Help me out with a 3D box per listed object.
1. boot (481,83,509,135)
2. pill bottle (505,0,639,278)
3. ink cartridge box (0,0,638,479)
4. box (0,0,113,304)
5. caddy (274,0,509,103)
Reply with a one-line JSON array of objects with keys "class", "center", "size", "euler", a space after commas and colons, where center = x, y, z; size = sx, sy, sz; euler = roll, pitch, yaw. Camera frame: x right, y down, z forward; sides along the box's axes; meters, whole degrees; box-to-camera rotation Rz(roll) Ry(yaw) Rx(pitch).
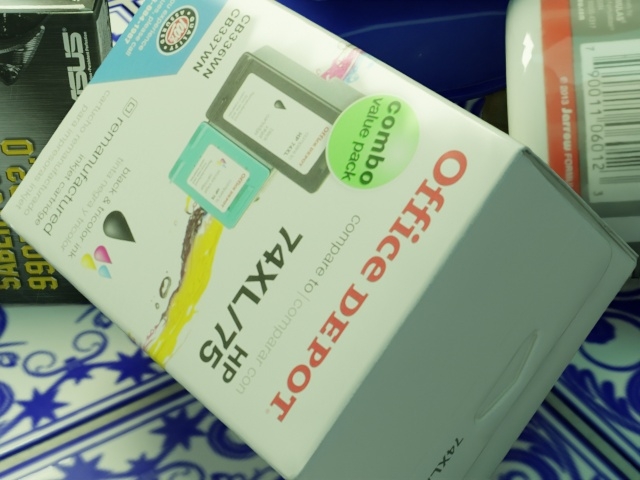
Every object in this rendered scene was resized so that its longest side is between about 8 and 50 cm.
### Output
[{"class": "boot", "center": [0.297, -0.143, 1.011], "size": [0.269, 0.089, 0.236], "euler": [14, 42, 19]}, {"class": "pill bottle", "center": [0.312, -0.083, 0.803], "size": [0.363, 0.210, 0.210], "euler": [-3, 39, 11]}, {"class": "ink cartridge box", "center": [0.000, 0.000, 0.697], "size": [0.270, 0.197, 0.198], "euler": [35, 92, 35]}, {"class": "box", "center": [-0.224, -0.061, 0.800], "size": [0.183, 0.231, 0.056], "euler": [-1, 36, -2]}, {"class": "caddy", "center": [0.060, -0.231, 0.885], "size": [0.341, 0.241, 0.179], "euler": [-11, 60, -25]}]
